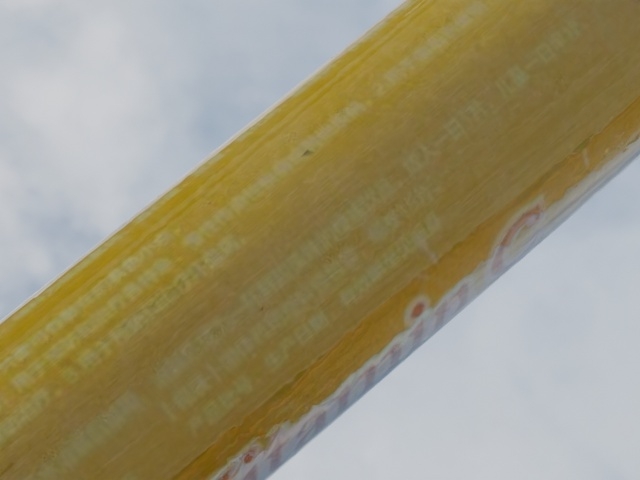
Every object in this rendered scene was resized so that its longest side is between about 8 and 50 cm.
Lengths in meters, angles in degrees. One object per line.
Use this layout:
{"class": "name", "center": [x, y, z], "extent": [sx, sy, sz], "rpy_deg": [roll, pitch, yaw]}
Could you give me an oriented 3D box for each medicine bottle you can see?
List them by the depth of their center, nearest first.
{"class": "medicine bottle", "center": [0.000, 0.000, 0.598], "extent": [0.426, 0.108, 0.108], "rpy_deg": [-39, -110, -17]}
